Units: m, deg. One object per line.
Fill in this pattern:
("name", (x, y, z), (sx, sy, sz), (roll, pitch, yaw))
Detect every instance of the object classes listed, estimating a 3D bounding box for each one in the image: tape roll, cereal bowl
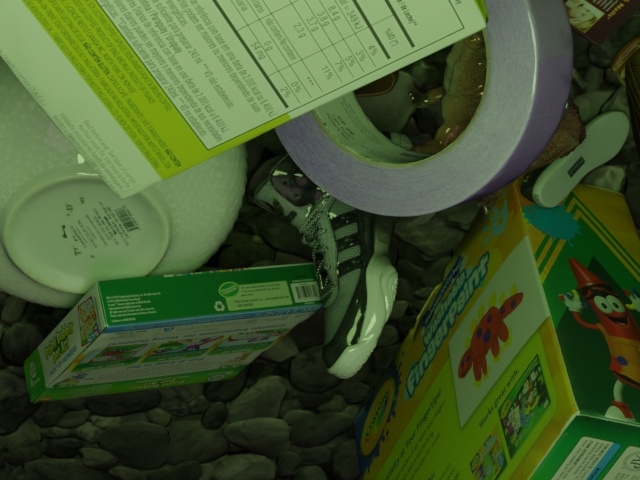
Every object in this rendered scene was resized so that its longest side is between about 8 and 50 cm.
("tape roll", (0.083, -0.162, 1.406), (0.275, 0.275, 0.090), (-44, 166, 28))
("cereal bowl", (-0.235, -0.051, 1.564), (0.339, 0.141, 0.339), (-4, 132, -4))

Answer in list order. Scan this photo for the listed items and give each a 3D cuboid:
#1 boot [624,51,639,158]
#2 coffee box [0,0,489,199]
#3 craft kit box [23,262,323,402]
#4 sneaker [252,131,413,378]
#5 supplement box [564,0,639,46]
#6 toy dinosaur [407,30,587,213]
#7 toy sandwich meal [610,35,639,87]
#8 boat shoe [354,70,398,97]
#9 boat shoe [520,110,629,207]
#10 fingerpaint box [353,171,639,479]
("boot", (0.417, -0.146, 1.572), (0.203, 0.095, 0.262), (-18, 157, 6))
("coffee box", (-0.106, -0.306, 1.211), (0.334, 0.337, 0.338), (-25, 130, 13))
("craft kit box", (-0.159, 0.100, 1.667), (0.250, 0.061, 0.246), (-4, 156, -31))
("sneaker", (0.000, 0.000, 1.590), (0.153, 0.268, 0.101), (17, 160, -13))
("supplement box", (0.224, -0.278, 1.465), (0.188, 0.081, 0.104), (27, 124, -29))
("toy dinosaur", (0.194, -0.130, 1.526), (0.200, 0.127, 0.296), (-25, 148, 31))
("toy sandwich meal", (0.343, -0.179, 1.612), (0.086, 0.029, 0.085), (-5, 133, -5))
("boat shoe", (-0.007, -0.163, 1.549), (0.178, 0.060, 0.064), (6, 131, -14))
("boat shoe", (0.266, -0.090, 1.650), (0.142, 0.040, 0.049), (-41, 121, -17))
("fingerpaint box", (0.209, 0.208, 1.716), (0.163, 0.371, 0.444), (13, 128, -18))
